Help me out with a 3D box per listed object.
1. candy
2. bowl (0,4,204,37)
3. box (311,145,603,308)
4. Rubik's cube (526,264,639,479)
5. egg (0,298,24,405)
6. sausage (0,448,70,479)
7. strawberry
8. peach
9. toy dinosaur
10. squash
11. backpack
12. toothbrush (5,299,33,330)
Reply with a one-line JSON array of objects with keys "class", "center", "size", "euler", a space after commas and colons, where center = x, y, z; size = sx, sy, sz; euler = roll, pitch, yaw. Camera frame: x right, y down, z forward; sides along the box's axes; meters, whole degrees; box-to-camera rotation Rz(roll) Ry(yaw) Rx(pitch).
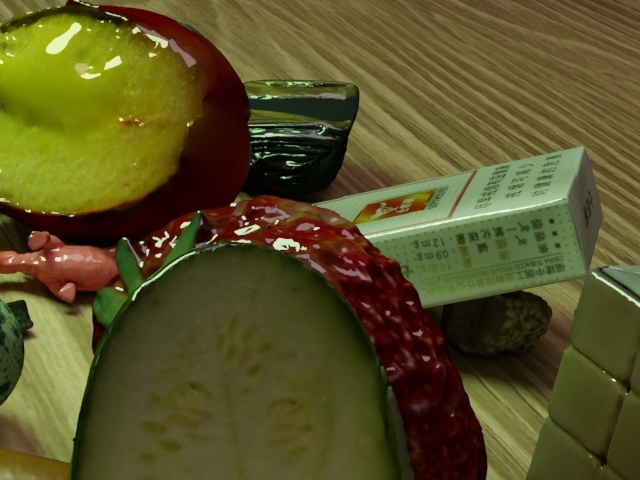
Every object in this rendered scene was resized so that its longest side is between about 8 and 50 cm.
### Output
[{"class": "candy", "center": [0.188, 0.082, 1.718], "size": [0.095, 0.085, 0.110], "euler": [20, 11, 37]}, {"class": "bowl", "center": [-0.278, -0.152, 1.951], "size": [0.313, 0.146, 0.313], "euler": [-5, -20, -2]}, {"class": "box", "center": [0.124, -0.002, 1.705], "size": [0.330, 0.095, 0.210], "euler": [-10, 14, 17]}, {"class": "Rubik's cube", "center": [0.349, 0.164, 1.380], "size": [0.231, 0.224, 0.221], "euler": [-1, 25, -32]}, {"class": "egg", "center": [-0.334, 0.093, 1.349], "size": [0.172, 0.132, 0.132], "euler": [4, 18, 15]}, {"class": "sausage", "center": [-0.271, 0.195, 1.159], "size": [0.274, 0.105, 0.105], "euler": [11, 21, -2]}, {"class": "strawberry", "center": [-0.013, 0.103, 1.294], "size": [0.310, 0.291, 0.292], "euler": [-5, 25, -20]}, {"class": "peach", "center": [-0.248, -0.127, 1.719], "size": [0.338, 0.281, 0.281], "euler": [13, 19, -21]}, {"class": "toy dinosaur", "center": [-0.221, 0.032, 1.699], "size": [0.286, 0.070, 0.139], "euler": [5, -1, -19]}, {"class": "squash", "center": [-0.051, 0.171, 1.037], "size": [0.234, 0.309, 0.210], "euler": [4, 22, -18]}, {"class": "backpack", "center": [-0.083, -0.136, 2.104], "size": [0.258, 0.133, 0.206], "euler": [7, 29, 5]}, {"class": "toothbrush", "center": [-0.387, 0.096, 1.462], "size": [0.030, 0.030, 0.297], "euler": [-6, 6, 44]}]
